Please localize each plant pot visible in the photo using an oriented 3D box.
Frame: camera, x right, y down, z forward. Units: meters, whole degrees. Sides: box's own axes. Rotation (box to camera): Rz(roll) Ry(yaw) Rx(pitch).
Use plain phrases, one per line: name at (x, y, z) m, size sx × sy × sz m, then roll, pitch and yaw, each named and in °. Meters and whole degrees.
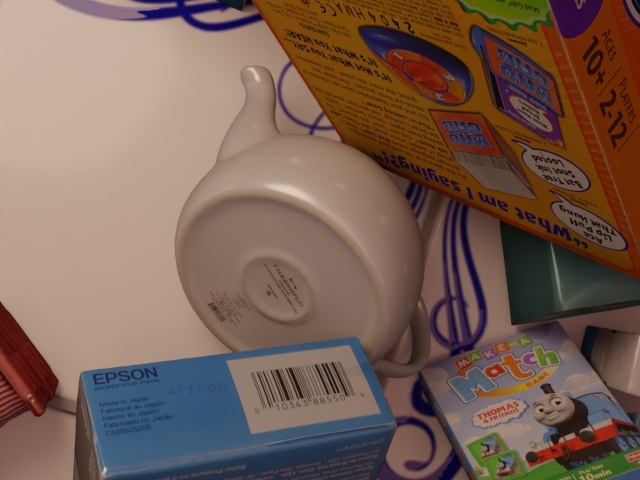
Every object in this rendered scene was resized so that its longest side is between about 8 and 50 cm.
plant pot at (0.271, -0.047, 1.073) m, size 0.166 × 0.165 × 0.234 m, roll -8°, pitch 82°, yaw -6°

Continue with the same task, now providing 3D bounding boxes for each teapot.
teapot at (0.000, 0.000, 1.029) m, size 0.253 × 0.187 × 0.256 m, roll 20°, pitch 128°, yaw 14°

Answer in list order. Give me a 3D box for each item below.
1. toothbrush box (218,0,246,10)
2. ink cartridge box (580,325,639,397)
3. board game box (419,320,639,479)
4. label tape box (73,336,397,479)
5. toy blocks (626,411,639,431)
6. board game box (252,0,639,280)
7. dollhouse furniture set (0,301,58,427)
toothbrush box at (-0.182, -0.349, 0.995) m, size 0.296 × 0.216 × 0.126 m, roll 21°, pitch 87°, yaw -5°
ink cartridge box at (0.337, 0.131, 1.064) m, size 0.104 × 0.180 × 0.060 m, roll 16°, pitch 87°, yaw -5°
board game box at (0.206, 0.177, 1.044) m, size 0.160 × 0.211 × 0.039 m, roll -18°, pitch 126°, yaw -7°
label tape box at (-0.097, 0.252, 0.979) m, size 0.249 × 0.347 × 0.115 m, roll -6°, pitch 47°, yaw -21°
toy blocks at (0.310, 0.296, 1.079) m, size 0.381 × 0.191 × 0.261 m, roll 22°, pitch 75°, yaw -6°
board game box at (0.183, -0.252, 0.872) m, size 0.356 × 0.356 × 0.356 m, roll -51°, pitch 138°, yaw -13°
dollhouse furniture set at (-0.437, 0.058, 0.987) m, size 0.201 × 0.152 × 0.374 m, roll -37°, pitch 95°, yaw -5°
